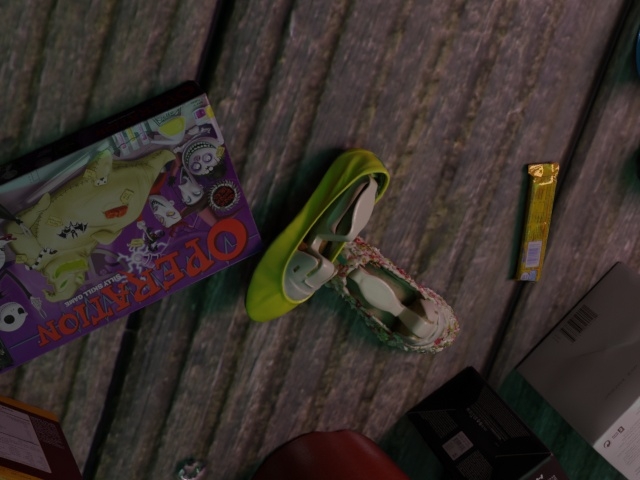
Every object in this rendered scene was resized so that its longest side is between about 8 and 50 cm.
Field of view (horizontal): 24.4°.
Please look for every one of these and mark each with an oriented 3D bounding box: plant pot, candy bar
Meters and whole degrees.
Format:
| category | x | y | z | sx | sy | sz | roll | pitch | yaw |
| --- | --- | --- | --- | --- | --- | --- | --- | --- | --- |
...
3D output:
| category | x | y | z | sx | sy | sz | roll | pitch | yaw |
| --- | --- | --- | --- | --- | --- | --- | --- | --- | --- |
| plant pot | 0.042 | 0.375 | 1.760 | 0.272 | 0.265 | 0.272 | -10 | 118 | -19 |
| candy bar | 0.262 | -0.019 | 1.807 | 0.040 | 0.018 | 0.161 | -3 | 116 | -18 |

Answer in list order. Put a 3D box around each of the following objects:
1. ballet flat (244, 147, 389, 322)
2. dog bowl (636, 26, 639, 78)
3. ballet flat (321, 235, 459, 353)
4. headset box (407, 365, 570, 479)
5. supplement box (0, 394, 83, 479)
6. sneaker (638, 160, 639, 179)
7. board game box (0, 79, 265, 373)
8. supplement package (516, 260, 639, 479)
| category | x | y | z | sx | sy | sz | roll | pitch | yaw |
| --- | --- | --- | --- | --- | --- | --- | --- | --- | --- |
| ballet flat | 0.000 | 0.000 | 1.645 | 0.077 | 0.077 | 0.231 | 38 | 85 | -44 |
| dog bowl | 0.470 | -0.284 | 1.687 | 0.074 | 0.166 | 0.297 | 3 | 113 | -36 |
| ballet flat | 0.086 | 0.078 | 1.745 | 0.241 | 0.077 | 0.091 | 34 | 96 | -32 |
| headset box | 0.255 | 0.331 | 1.856 | 0.110 | 0.218 | 0.293 | -36 | 122 | -3 |
| supplement box | -0.364 | 0.289 | 1.588 | 0.129 | 0.194 | 0.191 | 26 | 102 | -31 |
| sneaker | 0.540 | -0.057 | 1.851 | 0.299 | 0.112 | 0.121 | 6 | 112 | -26 |
| board game box | -0.250 | -0.008 | 1.582 | 0.347 | 0.056 | 0.208 | -26 | 126 | -10 |
| supplement package | 0.431 | 0.206 | 1.881 | 0.199 | 0.198 | 0.263 | -47 | 122 | 3 |
